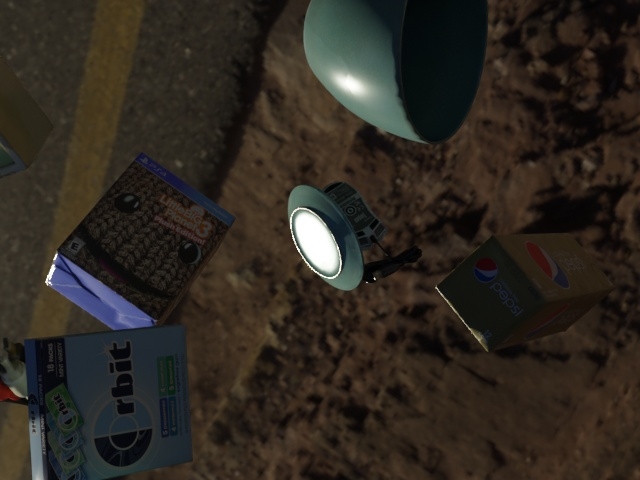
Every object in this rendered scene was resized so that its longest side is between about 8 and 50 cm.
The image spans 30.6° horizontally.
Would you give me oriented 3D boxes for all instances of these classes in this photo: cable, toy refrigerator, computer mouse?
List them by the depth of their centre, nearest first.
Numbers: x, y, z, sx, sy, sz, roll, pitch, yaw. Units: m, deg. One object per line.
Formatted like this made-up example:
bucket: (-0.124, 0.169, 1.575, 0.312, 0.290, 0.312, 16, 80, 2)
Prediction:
toy refrigerator: (-0.428, -0.189, 1.305, 0.102, 0.094, 0.269, -15, 126, 26)
cable: (-0.370, 0.216, 1.546, 0.140, 0.072, 0.287, -22, 140, 5)
computer mouse: (0.070, -0.018, 1.902, 0.193, 0.106, 0.042, 52, 165, 23)

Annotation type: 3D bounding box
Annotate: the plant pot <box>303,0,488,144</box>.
plant pot: (0.093, -0.291, 1.665, 0.195, 0.290, 0.290, 10, 132, 29)

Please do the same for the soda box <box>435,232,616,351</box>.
soda box: (0.157, 0.035, 0.867, 0.058, 0.181, 0.061, -45, 71, 22)

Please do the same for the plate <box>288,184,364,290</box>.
plate: (0.000, 0.000, 1.867, 0.188, 0.024, 0.188, 39, 146, 33)

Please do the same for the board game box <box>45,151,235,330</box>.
board game box: (-0.347, 0.018, 2.274, 0.232, 0.291, 0.141, 34, 145, -2)

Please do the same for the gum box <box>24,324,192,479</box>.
gum box: (-0.228, 0.177, 1.279, 0.041, 0.184, 0.156, -4, 90, 46)
